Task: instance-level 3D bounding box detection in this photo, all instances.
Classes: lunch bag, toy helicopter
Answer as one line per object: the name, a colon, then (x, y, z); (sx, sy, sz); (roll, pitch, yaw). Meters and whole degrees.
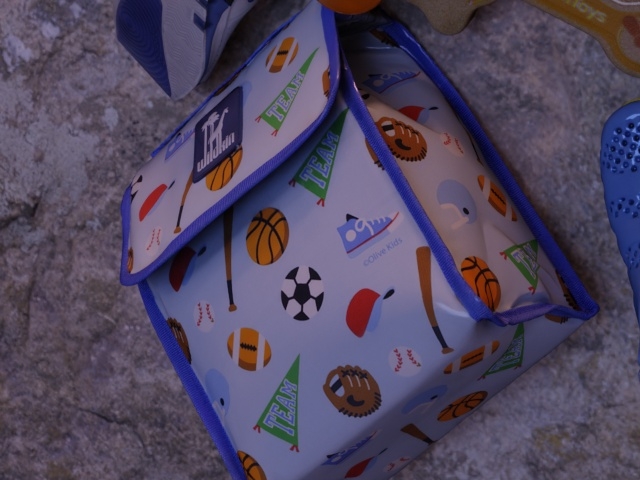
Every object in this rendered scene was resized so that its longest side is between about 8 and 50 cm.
lunch bag: (0.000, 0.000, 1.646); (0.328, 0.239, 0.385); (-41, 64, 29)
toy helicopter: (0.172, -0.261, 1.549); (0.355, 0.140, 0.235); (30, 130, 3)

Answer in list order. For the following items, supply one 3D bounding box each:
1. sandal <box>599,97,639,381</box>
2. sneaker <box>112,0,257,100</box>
sandal: (0.312, 0.031, 1.536); (0.126, 0.138, 0.317); (-18, 90, 31)
sneaker: (-0.072, -0.271, 1.687); (0.127, 0.182, 0.315); (49, 147, 13)
